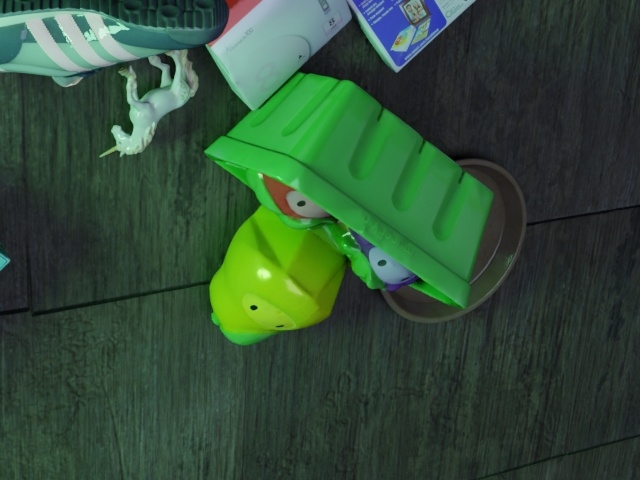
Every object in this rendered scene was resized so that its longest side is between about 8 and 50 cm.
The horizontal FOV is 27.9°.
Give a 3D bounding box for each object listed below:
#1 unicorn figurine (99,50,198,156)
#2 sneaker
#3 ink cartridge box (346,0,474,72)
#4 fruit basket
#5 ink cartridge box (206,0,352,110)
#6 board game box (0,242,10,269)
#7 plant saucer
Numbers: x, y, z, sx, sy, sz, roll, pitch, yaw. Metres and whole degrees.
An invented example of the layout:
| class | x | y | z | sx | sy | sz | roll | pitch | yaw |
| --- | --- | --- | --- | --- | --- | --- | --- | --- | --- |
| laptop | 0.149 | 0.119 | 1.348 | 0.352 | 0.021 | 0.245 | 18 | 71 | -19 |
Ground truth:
| class | x | y | z | sx | sy | sz | roll | pitch | yaw |
| --- | --- | --- | --- | --- | --- | --- | --- | --- | --- |
| unicorn figurine | -0.220 | -0.177 | 1.647 | 0.162 | 0.060 | 0.111 | -28 | 125 | -16 |
| sneaker | -0.264 | -0.242 | 1.510 | 0.318 | 0.112 | 0.131 | 3 | 138 | 2 |
| ink cartridge box | 0.122 | -0.373 | 1.759 | 0.206 | 0.045 | 0.208 | -42 | 129 | -5 |
| fruit basket | 0.000 | 0.000 | 1.750 | 0.392 | 0.283 | 0.392 | -7 | 105 | -28 |
| ink cartridge box | -0.062 | -0.287 | 1.626 | 0.189 | 0.066 | 0.232 | -43 | 161 | -4 |
| board game box | -0.581 | 0.061 | 1.526 | 0.336 | 0.079 | 0.254 | -47 | 121 | -2 |
| plant saucer | 0.197 | -0.002 | 1.998 | 0.277 | 0.041 | 0.278 | -13 | 119 | -25 |
